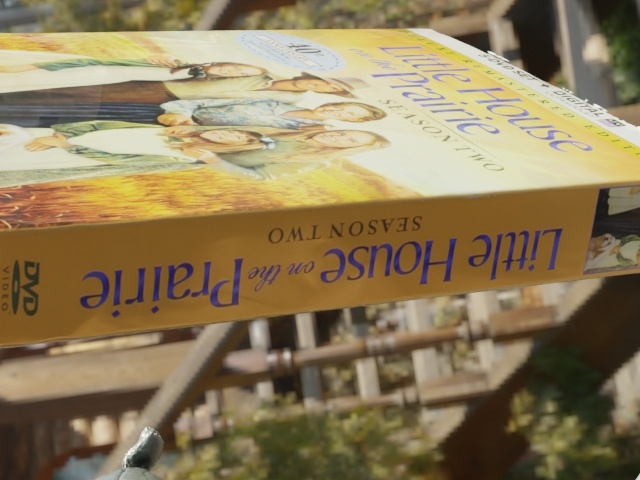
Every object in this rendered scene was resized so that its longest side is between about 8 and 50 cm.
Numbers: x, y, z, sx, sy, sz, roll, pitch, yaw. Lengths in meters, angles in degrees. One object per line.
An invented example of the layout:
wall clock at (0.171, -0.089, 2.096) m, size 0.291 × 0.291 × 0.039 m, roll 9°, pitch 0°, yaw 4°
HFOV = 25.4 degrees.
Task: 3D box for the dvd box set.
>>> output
dvd box set at (-0.039, -0.050, 0.781) m, size 0.307 × 0.420 × 0.062 m, roll 40°, pitch 129°, yaw 53°

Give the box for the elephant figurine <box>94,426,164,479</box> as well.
elephant figurine at (-0.186, 0.284, 1.195) m, size 0.186 × 0.169 × 0.239 m, roll 51°, pitch -173°, yaw 12°

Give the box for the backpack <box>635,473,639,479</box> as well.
backpack at (0.338, 0.291, 1.133) m, size 0.253 × 0.191 × 0.225 m, roll 22°, pitch 133°, yaw 39°
